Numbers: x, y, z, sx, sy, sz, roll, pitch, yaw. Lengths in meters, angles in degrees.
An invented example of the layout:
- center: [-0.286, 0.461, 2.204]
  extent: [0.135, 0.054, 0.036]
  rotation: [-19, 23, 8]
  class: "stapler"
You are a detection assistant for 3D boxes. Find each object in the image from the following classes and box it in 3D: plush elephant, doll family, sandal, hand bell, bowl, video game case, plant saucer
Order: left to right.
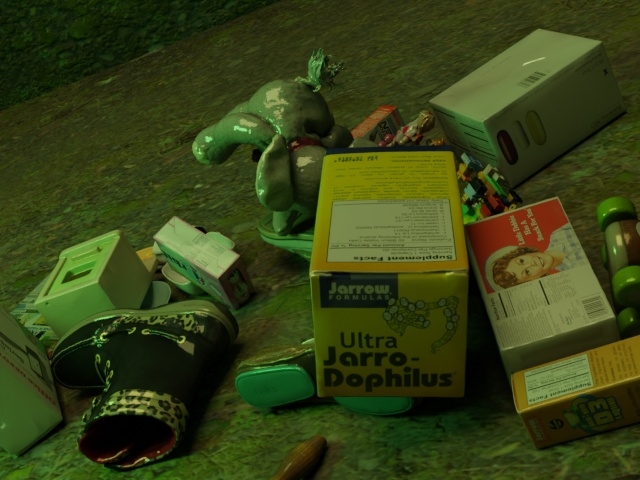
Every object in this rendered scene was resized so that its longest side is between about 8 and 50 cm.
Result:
- center: [-0.560, 0.163, 2.161]
  extent: [0.329, 0.036, 0.300]
  rotation: [-1, 38, 41]
  class: "video game case"
- center: [-0.370, 0.156, 1.985]
  extent: [0.195, 0.037, 0.195]
  rotation: [-24, 27, 13]
  class: "plant saucer"
- center: [-0.333, 0.014, 2.148]
  extent: [0.265, 0.076, 0.102]
  rotation: [-12, 32, 31]
  class: "sandal"
- center: [-0.233, 0.053, 2.011]
  extent: [0.142, 0.053, 0.142]
  rotation: [-38, 28, -17]
  class: "bowl"
- center: [-0.070, 0.335, 1.346]
  extent: [0.126, 0.126, 0.242]
  rotation: [-3, 26, 42]
  class: "hand bell"
- center: [-0.039, -0.131, 1.736]
  extent: [0.330, 0.271, 0.255]
  rotation: [-45, 44, 51]
  class: "plush elephant"
- center: [0.159, -0.139, 1.910]
  extent: [0.163, 0.118, 0.263]
  rotation: [-25, 17, 51]
  class: "doll family"

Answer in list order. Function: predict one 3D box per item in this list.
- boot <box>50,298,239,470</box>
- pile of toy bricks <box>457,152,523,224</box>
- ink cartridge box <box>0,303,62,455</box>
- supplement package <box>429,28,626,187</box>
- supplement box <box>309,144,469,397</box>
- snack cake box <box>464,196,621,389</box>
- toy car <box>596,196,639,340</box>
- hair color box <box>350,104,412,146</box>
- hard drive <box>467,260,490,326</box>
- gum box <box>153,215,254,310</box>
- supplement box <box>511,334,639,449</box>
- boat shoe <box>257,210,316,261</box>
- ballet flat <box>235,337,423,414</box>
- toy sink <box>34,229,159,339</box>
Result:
- center: [-0.338, 0.248, 1.702]
  extent: [0.377, 0.138, 0.284]
  rotation: [-12, 32, 21]
  class: "boot"
- center: [0.262, -0.050, 1.673]
  extent: [0.105, 0.118, 0.212]
  rotation: [-55, 30, 21]
  class: "pile of toy bricks"
- center: [-0.593, 0.233, 1.855]
  extent: [0.114, 0.198, 0.273]
  rotation: [-39, 34, -2]
  class: "ink cartridge box"
- center: [0.372, -0.244, 1.827]
  extent: [0.261, 0.145, 0.204]
  rotation: [-34, 27, -8]
  class: "supplement package"
- center: [0.095, 0.031, 1.387]
  extent: [0.194, 0.195, 0.356]
  rotation: [-1, 30, 5]
  class: "supplement box"
- center: [0.294, 0.067, 1.376]
  extent: [0.152, 0.089, 0.264]
  rotation: [-18, 38, 8]
  class: "snack cake box"
- center: [0.465, 0.028, 1.300]
  extent: [0.188, 0.149, 0.155]
  rotation: [-10, 44, 12]
  class: "toy car"
- center: [0.104, -0.190, 2.052]
  extent: [0.167, 0.093, 0.053]
  rotation: [-41, 29, -20]
  class: "hair color box"
- center: [0.205, 0.049, 1.591]
  extent: [0.172, 0.054, 0.254]
  rotation: [-44, 30, -25]
  class: "hard drive"
- center: [-0.212, 0.043, 1.875]
  extent: [0.188, 0.107, 0.062]
  rotation: [30, 66, 32]
  class: "gum box"
- center: [0.352, 0.174, 1.212]
  extent: [0.233, 0.078, 0.080]
  rotation: [-20, 32, 20]
  class: "supplement box"
- center: [0.000, 0.000, 1.817]
  extent: [0.113, 0.103, 0.302]
  rotation: [-41, 29, -28]
  class: "boat shoe"
- center: [0.024, 0.185, 1.491]
  extent: [0.342, 0.116, 0.124]
  rotation: [-11, 25, 42]
  class: "ballet flat"
- center: [-0.438, 0.077, 2.000]
  extent: [0.152, 0.131, 0.234]
  rotation: [-18, 29, 20]
  class: "toy sink"
